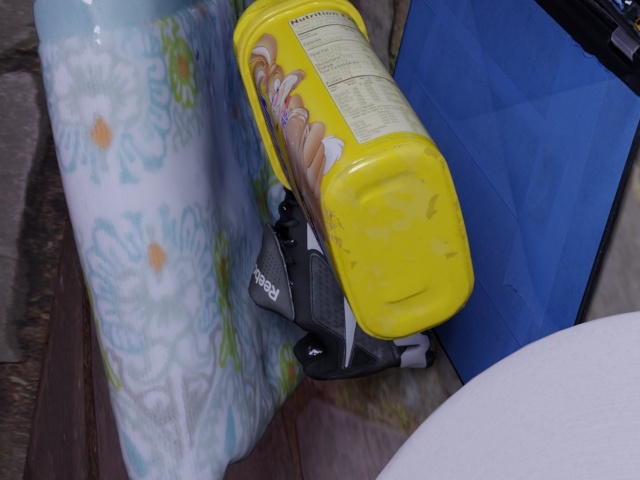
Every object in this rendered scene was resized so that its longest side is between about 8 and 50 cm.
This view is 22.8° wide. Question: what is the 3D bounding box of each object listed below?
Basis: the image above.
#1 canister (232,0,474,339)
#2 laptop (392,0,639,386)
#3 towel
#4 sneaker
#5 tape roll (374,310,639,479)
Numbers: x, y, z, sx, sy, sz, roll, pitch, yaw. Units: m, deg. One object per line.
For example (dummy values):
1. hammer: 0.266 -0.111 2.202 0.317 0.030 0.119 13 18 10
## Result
1. canister: 0.016 -0.043 0.834 0.170 0.073 0.126 -117 7 -51
2. laptop: 0.023 -0.136 0.950 0.236 0.408 0.382 -44 29 10
3. towel: -0.077 -0.032 1.099 0.374 0.090 0.320 -45 -56 -72
4. sneaker: 0.000 0.000 1.001 0.078 0.106 0.234 -117 9 -57
5. tape roll: 0.123 0.216 0.548 0.392 0.072 0.392 -24 57 45
